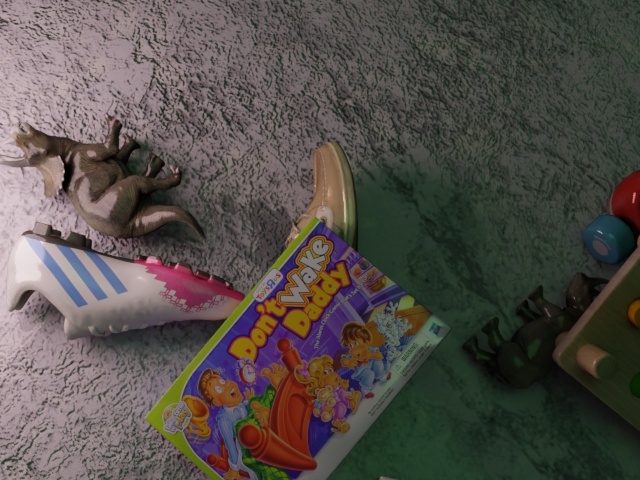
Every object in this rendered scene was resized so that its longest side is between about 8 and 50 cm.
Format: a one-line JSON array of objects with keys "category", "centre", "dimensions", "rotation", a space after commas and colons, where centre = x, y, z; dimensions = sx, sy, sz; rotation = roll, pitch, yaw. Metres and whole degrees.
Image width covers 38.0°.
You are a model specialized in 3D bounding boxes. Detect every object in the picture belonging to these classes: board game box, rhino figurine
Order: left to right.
[{"category": "board game box", "centre": [-0.028, 0.176, 1.227], "dimensions": [0.233, 0.078, 0.347], "rotation": [39, 88, 9]}, {"category": "rhino figurine", "centre": [0.331, 0.124, 1.342], "dimensions": [0.243, 0.073, 0.106], "rotation": [-32, 72, -18]}]

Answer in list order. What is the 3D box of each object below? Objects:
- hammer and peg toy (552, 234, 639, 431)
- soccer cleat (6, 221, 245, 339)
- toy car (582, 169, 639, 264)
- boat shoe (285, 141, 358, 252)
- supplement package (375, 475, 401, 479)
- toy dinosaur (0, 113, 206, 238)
[{"category": "hammer and peg toy", "centre": [0.524, 0.162, 1.272], "dimensions": [0.361, 0.127, 0.266], "rotation": [37, 92, -14]}, {"category": "soccer cleat", "centre": [-0.272, 0.082, 1.284], "dimensions": [0.331, 0.116, 0.143], "rotation": [15, 84, 2]}, {"category": "toy car", "centre": [0.544, -0.044, 1.341], "dimensions": [0.219, 0.238, 0.210], "rotation": [-38, 77, -17]}, {"category": "boat shoe", "centre": [0.000, 0.000, 1.338], "dimensions": [0.098, 0.109, 0.302], "rotation": [-1, 75, -6]}, {"category": "supplement package", "centre": [0.147, 0.382, 1.205], "dimensions": [0.179, 0.105, 0.105], "rotation": [14, 67, 0]}, {"category": "toy dinosaur", "centre": [-0.299, -0.074, 1.345], "dimensions": [0.313, 0.121, 0.160], "rotation": [39, 82, 4]}]
